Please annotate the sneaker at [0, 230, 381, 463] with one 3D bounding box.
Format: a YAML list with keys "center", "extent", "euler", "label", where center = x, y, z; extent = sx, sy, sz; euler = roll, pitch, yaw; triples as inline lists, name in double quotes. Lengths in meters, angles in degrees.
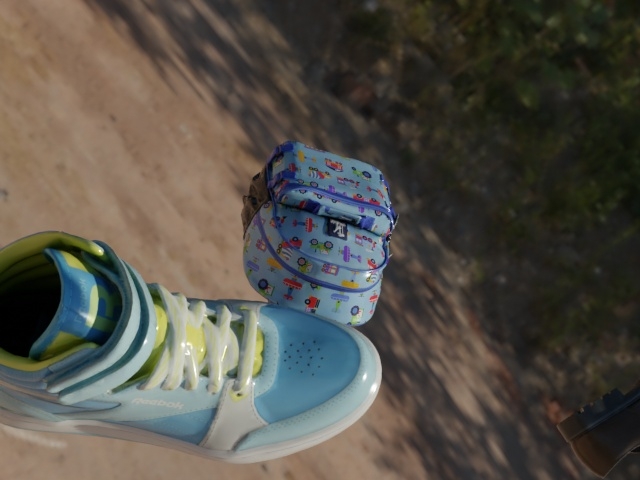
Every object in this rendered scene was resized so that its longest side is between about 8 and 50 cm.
- center: [-0.107, 0.076, 0.983]
  extent: [0.208, 0.319, 0.127]
  euler: [100, -10, -68]
  label: "sneaker"

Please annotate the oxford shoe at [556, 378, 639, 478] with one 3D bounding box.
- center: [0.372, 0.185, 1.485]
  extent: [0.096, 0.227, 0.083]
  euler: [59, -10, 16]
  label: "oxford shoe"

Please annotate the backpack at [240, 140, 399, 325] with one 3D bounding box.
- center: [0.000, 0.000, 1.393]
  extent: [0.158, 0.117, 0.173]
  euler: [19, 32, -14]
  label: "backpack"
